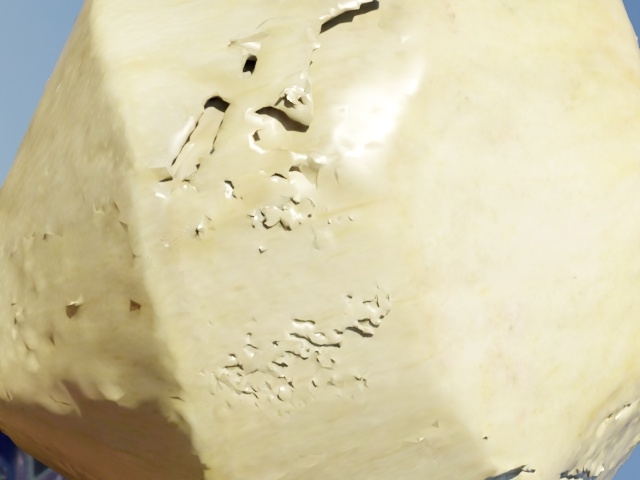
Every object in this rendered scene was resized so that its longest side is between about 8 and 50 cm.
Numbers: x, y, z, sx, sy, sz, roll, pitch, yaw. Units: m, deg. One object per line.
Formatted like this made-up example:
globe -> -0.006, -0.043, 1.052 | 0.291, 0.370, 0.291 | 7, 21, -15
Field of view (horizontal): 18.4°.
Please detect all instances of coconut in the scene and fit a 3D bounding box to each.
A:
coconut -> 0.000, 0.000, 0.923 | 0.352, 0.352, 0.353 | 53, -20, 30

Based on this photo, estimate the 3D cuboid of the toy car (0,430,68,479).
toy car -> -0.200, 0.104, 1.119 | 0.235, 0.172, 0.158 | 15, -52, 31
